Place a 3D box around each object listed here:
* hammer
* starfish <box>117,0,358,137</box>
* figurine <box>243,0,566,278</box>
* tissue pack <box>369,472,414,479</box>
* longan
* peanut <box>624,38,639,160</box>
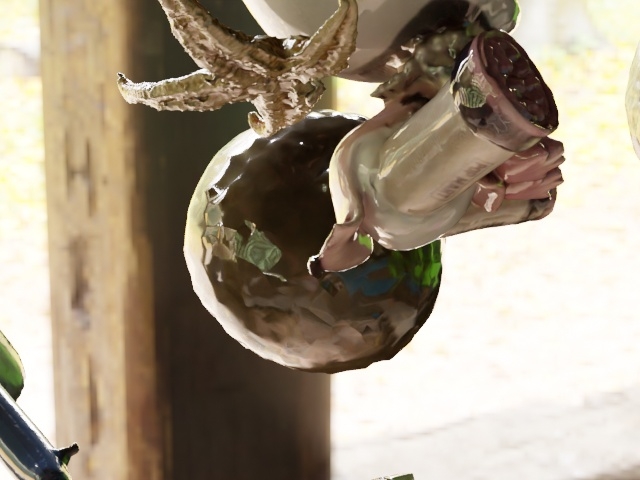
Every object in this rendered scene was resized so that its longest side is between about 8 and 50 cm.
[{"bbox_3d":[-0.193,0.097,1.023,0.069,0.116,0.194,-40,48,-11],"label":"hammer"},{"bbox_3d":[-0.058,-0.108,1.134,0.138,0.050,0.247,6,-18,-12],"label":"starfish"},{"bbox_3d":[0.047,-0.174,1.207,0.211,0.361,0.253,-11,-15,-9],"label":"figurine"},{"bbox_3d":[0.027,0.203,1.311,0.083,0.035,0.063,-27,-13,30],"label":"tissue pack"},{"bbox_3d":[0.000,0.000,2.511,0.391,0.391,0.391,0,15,0],"label":"longan"},{"bbox_3d":[0.325,-0.144,1.301,0.149,0.149,0.313,12,39,37],"label":"peanut"}]
